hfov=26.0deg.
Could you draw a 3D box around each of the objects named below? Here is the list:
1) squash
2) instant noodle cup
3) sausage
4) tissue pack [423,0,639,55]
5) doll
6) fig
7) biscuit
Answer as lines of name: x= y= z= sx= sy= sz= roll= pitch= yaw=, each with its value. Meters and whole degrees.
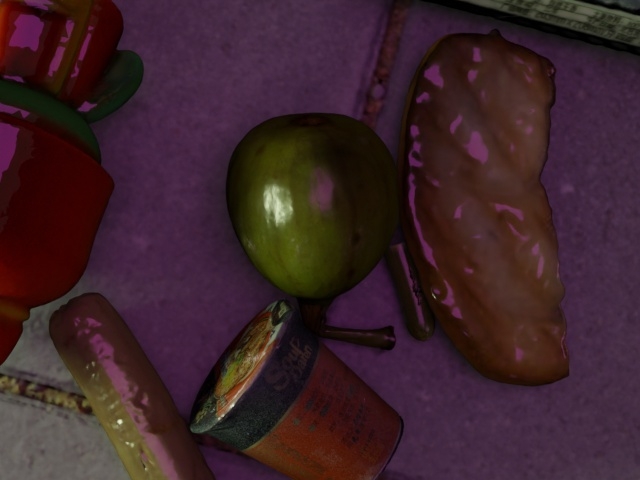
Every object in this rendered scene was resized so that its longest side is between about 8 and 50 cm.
squash: x=0.076 y=0.043 z=1.153 sx=0.027 sy=0.027 sz=0.083 roll=-17 pitch=88 yaw=-13
instant noodle cup: x=-0.014 y=0.134 z=1.086 sx=0.136 sy=0.127 sz=0.127 roll=37 pitch=78 yaw=-14
sausage: x=-0.123 y=0.178 z=1.082 sx=0.066 sy=0.066 sz=0.301 roll=-27 pitch=91 yaw=-13
tissue pack: x=0.219 y=-0.304 z=1.174 sx=0.361 sy=0.122 sz=0.259 roll=13 pitch=78 yaw=-8
doll: x=-0.249 y=-0.036 z=1.029 sx=0.183 sy=0.160 sz=0.363 roll=17 pitch=81 yaw=-16
fig: x=-0.008 y=-0.012 z=1.104 sx=0.148 sy=0.142 sz=0.186 roll=-10 pitch=128 yaw=-39
biscuit: x=0.136 y=-0.027 z=1.158 sx=0.154 sy=0.045 sz=0.299 roll=0 pitch=84 yaw=-22
